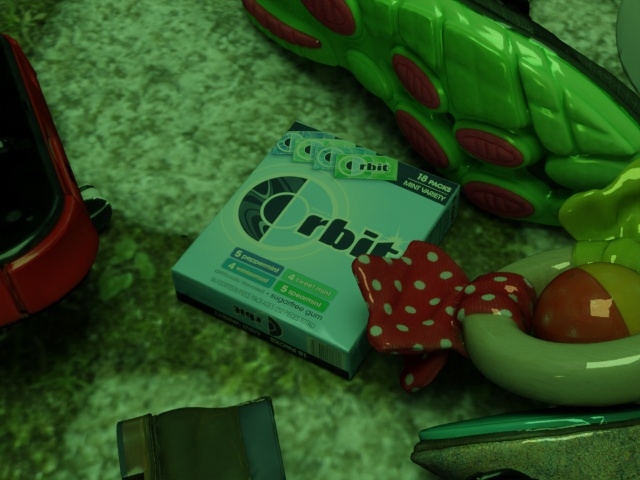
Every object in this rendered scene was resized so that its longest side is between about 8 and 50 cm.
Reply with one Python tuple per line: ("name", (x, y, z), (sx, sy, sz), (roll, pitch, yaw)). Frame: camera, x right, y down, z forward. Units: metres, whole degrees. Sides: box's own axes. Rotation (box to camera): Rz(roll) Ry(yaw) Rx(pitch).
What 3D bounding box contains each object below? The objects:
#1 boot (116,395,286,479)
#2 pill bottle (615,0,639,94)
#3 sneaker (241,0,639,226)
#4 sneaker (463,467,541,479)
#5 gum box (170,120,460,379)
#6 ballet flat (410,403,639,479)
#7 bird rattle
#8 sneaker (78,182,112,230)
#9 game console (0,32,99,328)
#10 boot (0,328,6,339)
("boot", (-0.057, 0.187, 0.637), (0.106, 0.082, 0.219), (-16, 50, -7))
("pill bottle", (0.375, -0.190, 0.825), (0.301, 0.169, 0.169), (-23, 52, -36))
("sneaker", (0.115, -0.194, 0.878), (0.202, 0.185, 0.483), (-34, 59, -20))
("sneaker", (0.057, 0.171, 0.565), (0.293, 0.146, 0.102), (10, 51, -9))
("gum box", (0.000, 0.000, 0.813), (0.157, 0.041, 0.184), (24, 55, 20))
("ballet flat", (0.219, 0.144, 0.650), (0.316, 0.107, 0.106), (-10, 81, 1))
("bird rattle", (0.158, 0.038, 0.676), (0.253, 0.143, 0.207), (-10, 19, -16))
("sneaker", (-0.227, -0.016, 0.844), (0.109, 0.040, 0.044), (-17, 36, -16))
("game console", (-0.368, -0.026, 0.802), (0.342, 0.060, 0.386), (-23, 40, -9))
("boot", (-0.270, 0.070, 0.747), (0.086, 0.069, 0.190), (-13, 50, -1))
